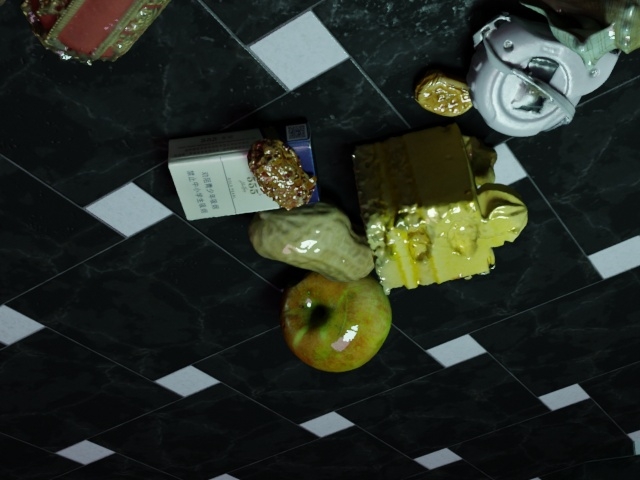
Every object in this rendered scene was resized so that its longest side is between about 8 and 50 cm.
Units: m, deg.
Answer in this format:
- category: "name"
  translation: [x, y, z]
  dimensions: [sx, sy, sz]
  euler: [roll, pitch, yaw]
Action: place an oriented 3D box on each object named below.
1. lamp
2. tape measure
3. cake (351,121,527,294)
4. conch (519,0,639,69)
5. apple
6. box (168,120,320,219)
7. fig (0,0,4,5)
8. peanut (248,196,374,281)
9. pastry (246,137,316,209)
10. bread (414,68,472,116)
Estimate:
- category: "lamp"
  translation: [-0.285, -0.362, 1.175]
  dimensions: [0.177, 0.177, 0.274]
  euler: [25, 130, -35]
- category: "tape measure"
  translation: [0.345, -0.268, 1.433]
  dimensions: [0.236, 0.120, 0.197]
  euler: [9, 124, -13]
- category: "cake"
  translation: [0.222, -0.063, 1.601]
  dimensions: [0.286, 0.227, 0.222]
  euler: [-13, 142, 7]
- category: "conch"
  translation: [0.421, -0.317, 1.316]
  dimensions: [0.234, 0.137, 0.114]
  euler: [-3, 142, 24]
- category: "apple"
  translation: [0.036, 0.164, 1.909]
  dimensions: [0.246, 0.246, 0.226]
  euler: [-25, 158, 22]
- category: "box"
  translation: [-0.134, -0.126, 1.584]
  dimensions: [0.259, 0.071, 0.168]
  euler: [-8, 142, 0]
- category: "fig"
  translation: [-0.496, -0.332, 1.019]
  dimensions: [0.286, 0.368, 0.286]
  euler: [-10, 136, -10]
- category: "peanut"
  translation: [0.003, -0.004, 1.710]
  dimensions: [0.291, 0.143, 0.159]
  euler: [20, 145, -35]
- category: "pastry"
  translation: [-0.068, -0.106, 1.511]
  dimensions: [0.087, 0.063, 0.169]
  euler: [-26, 138, 18]
- category: "bread"
  translation: [0.216, -0.255, 1.501]
  dimensions: [0.111, 0.044, 0.083]
  euler: [13, 142, -22]
